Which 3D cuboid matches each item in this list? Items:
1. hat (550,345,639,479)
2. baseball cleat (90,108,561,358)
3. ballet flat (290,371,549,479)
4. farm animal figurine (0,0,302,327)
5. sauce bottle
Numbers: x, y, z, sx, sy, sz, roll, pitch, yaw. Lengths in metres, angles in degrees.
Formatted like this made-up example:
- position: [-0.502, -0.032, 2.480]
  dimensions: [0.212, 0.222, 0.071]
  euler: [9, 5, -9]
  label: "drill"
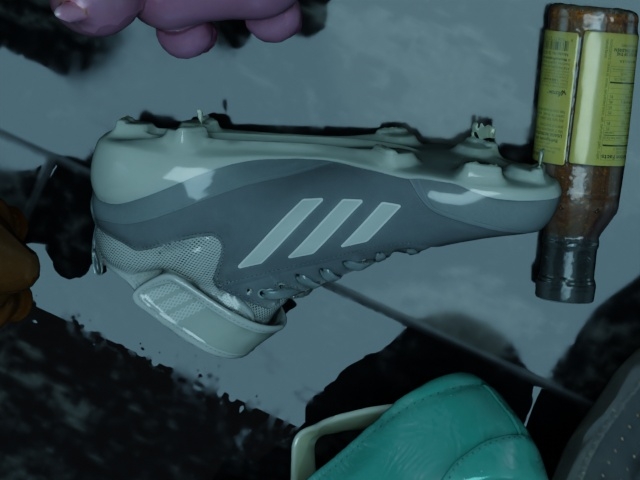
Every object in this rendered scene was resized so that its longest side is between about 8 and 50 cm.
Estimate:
- position: [0.259, 0.158, 0.695]
  dimensions: [0.331, 0.134, 0.331]
  euler: [-2, 85, 25]
  label: "hat"
- position: [0.000, 0.000, 0.746]
  dimensions: [0.206, 0.072, 0.109]
  euler: [7, 105, 17]
  label: "baseball cleat"
- position: [-0.007, 0.133, 0.753]
  dimensions: [0.247, 0.083, 0.087]
  euler: [-35, 49, 26]
  label: "ballet flat"
- position: [-0.172, -0.134, 0.663]
  dimensions: [0.327, 0.172, 0.330]
  euler: [28, 95, 13]
  label: "farm animal figurine"
- position: [0.111, -0.037, 0.743]
  dimensions: [0.042, 0.042, 0.128]
  euler: [7, 99, 4]
  label: "sauce bottle"
